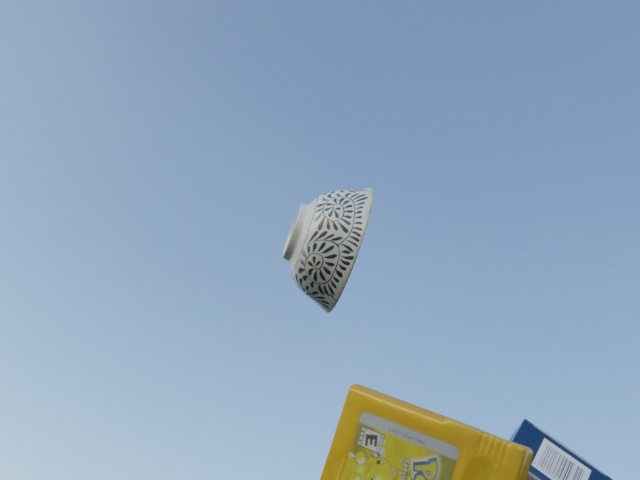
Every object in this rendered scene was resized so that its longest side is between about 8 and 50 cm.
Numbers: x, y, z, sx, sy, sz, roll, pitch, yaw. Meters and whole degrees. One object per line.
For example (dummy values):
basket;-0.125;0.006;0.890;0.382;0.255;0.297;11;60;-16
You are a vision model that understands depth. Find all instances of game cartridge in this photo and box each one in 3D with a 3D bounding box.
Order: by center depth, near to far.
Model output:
game cartridge;0.138;0.406;1.069;0.323;0.286;0.052;11;-11;41

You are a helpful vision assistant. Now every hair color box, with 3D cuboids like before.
hair color box;0.329;0.484;1.169;0.173;0.105;0.347;34;-52;18

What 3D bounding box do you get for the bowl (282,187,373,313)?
bowl;0.000;0.000;0.870;0.080;0.170;0.170;20;-39;-6
